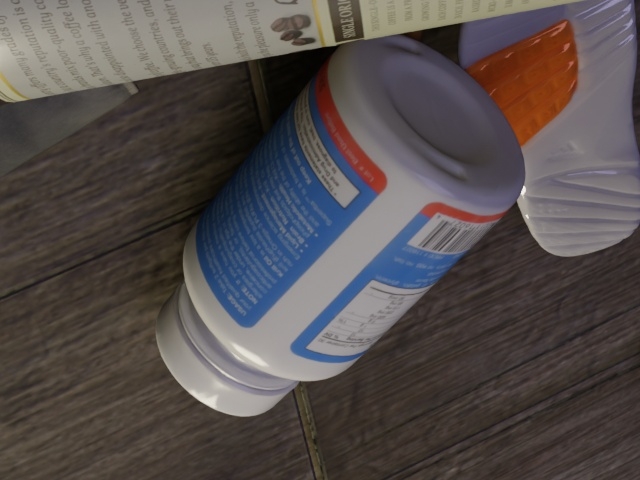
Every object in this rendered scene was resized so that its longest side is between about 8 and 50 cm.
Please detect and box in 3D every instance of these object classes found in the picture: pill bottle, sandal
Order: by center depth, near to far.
[{"bbox_3d":[0.000,0.000,0.784,0.124,0.124,0.221,12,135,-38],"label":"pill bottle"},{"bbox_3d":[0.135,-0.091,0.849,0.102,0.076,0.265,-17,140,4],"label":"sandal"}]

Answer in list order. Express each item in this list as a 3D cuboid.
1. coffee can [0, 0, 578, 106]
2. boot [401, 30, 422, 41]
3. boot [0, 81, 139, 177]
[{"bbox_3d":[-0.024,-0.168,0.534,0.275,0.202,0.202,-9,133,3],"label":"coffee can"},{"bbox_3d":[0.080,-0.213,0.698,0.264,0.096,0.280,-5,128,-29],"label":"boot"},{"bbox_3d":[-0.207,-0.064,0.657,0.208,0.076,0.189,-32,150,5],"label":"boot"}]
